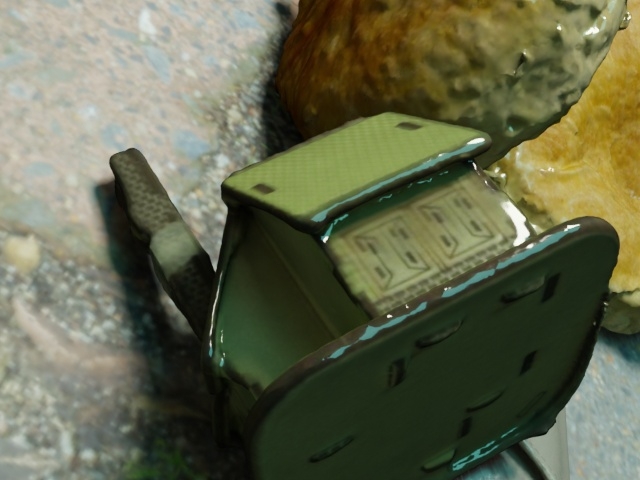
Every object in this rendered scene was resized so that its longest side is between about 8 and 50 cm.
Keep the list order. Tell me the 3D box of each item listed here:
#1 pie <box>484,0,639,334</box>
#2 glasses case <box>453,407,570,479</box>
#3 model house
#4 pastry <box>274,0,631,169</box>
[{"bbox_3d":[0.272,-0.080,0.904,0.339,0.083,0.340,5,76,-23],"label":"pie"},{"bbox_3d":[0.112,0.097,0.697,0.128,0.083,0.308,29,44,-19],"label":"glasses case"},{"bbox_3d":[0.000,0.000,0.591,0.218,0.205,0.279,-24,55,-18],"label":"model house"},{"bbox_3d":[0.097,-0.180,0.740,0.136,0.329,0.330,32,43,-27],"label":"pastry"}]
